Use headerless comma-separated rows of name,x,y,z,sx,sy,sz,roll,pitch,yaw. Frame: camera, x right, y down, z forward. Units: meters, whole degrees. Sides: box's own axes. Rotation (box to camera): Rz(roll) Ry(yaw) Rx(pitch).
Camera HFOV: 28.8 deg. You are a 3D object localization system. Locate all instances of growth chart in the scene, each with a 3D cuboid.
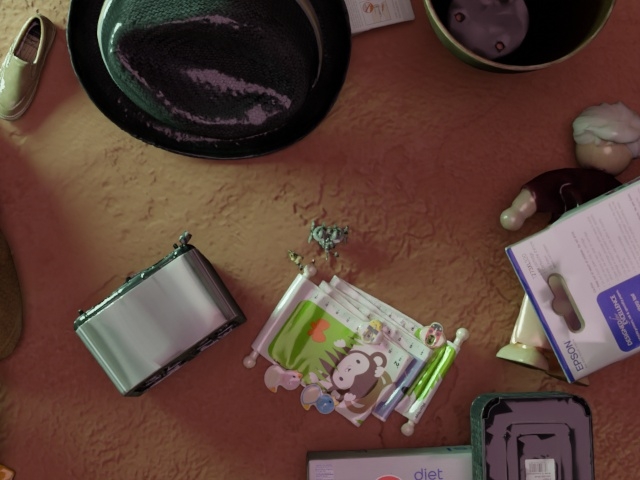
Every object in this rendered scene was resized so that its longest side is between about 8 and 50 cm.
growth chart,0.040,0.138,1.520,0.237,0.021,0.172,25,86,2

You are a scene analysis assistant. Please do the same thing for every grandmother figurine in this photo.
grandmother figurine,0.309,-0.008,1.503,0.208,0.104,0.342,22,83,-27

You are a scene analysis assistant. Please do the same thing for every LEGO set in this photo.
LEGO set,0.001,0.002,1.519,0.054,0.023,0.083,35,70,14

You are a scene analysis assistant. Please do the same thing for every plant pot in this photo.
plant pot,0.210,-0.282,1.445,0.215,0.230,0.215,0,87,-2

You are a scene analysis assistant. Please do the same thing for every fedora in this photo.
fedora,-0.126,-0.214,1.420,0.334,0.152,0.334,-2,114,-4

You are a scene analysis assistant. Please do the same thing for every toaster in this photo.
toaster,-0.181,0.089,1.437,0.168,0.185,0.110,-36,84,-4

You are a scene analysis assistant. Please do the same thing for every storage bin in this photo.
storage bin,0.236,0.260,1.389,0.122,0.084,0.180,-1,86,-2

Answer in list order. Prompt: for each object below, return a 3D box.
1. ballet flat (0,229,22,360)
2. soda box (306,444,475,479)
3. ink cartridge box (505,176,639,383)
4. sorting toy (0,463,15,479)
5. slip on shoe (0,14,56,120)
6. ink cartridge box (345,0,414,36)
ballet flat,-0.433,-0.022,1.467,0.116,0.124,0.342,-10,87,-2
soda box,0.126,0.292,1.474,0.286,0.098,0.091,-2,86,-1
ink cartridge box,0.410,0.003,1.417,0.371,0.069,0.176,-26,92,2
sorting toy,-0.461,0.422,1.477,0.196,0.047,0.347,13,86,-1
slip on shoe,-0.363,-0.212,1.521,0.051,0.041,0.135,26,86,0
ink cartridge box,0.010,-0.317,1.545,0.179,0.045,0.145,-15,86,-14
